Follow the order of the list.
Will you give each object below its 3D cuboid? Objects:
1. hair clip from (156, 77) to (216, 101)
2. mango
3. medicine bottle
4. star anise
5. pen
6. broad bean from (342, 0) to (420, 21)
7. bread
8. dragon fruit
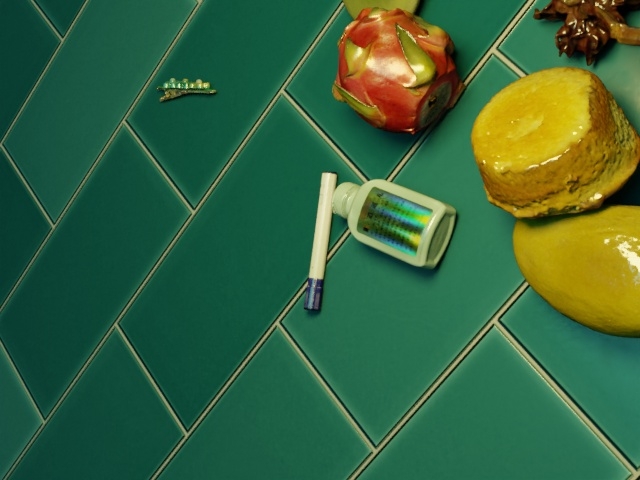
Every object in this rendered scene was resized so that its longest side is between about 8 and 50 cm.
[{"bbox_3d":[-0.299,-0.332,2.091,0.173,0.049,0.049,3,86,38],"label":"hair clip"},{"bbox_3d":[0.432,0.043,1.447,0.332,0.142,0.195,8,84,45],"label":"mango"},{"bbox_3d":[0.122,-0.041,1.715,0.229,0.083,0.121,24,98,35],"label":"medicine bottle"},{"bbox_3d":[0.448,-0.374,1.479,0.237,0.148,0.346,-55,47,21],"label":"star anise"},{"bbox_3d":[0.000,0.000,1.833,0.033,0.033,0.269,5,87,37],"label":"pen"},{"bbox_3d":[0.102,-0.509,1.770,0.189,0.121,0.263,-17,76,38],"label":"broad bean"},{"bbox_3d":[0.350,-0.148,1.479,0.268,0.145,0.268,-24,38,20],"label":"bread"},{"bbox_3d":[0.128,-0.300,1.667,0.227,0.224,0.224,38,107,14],"label":"dragon fruit"}]
